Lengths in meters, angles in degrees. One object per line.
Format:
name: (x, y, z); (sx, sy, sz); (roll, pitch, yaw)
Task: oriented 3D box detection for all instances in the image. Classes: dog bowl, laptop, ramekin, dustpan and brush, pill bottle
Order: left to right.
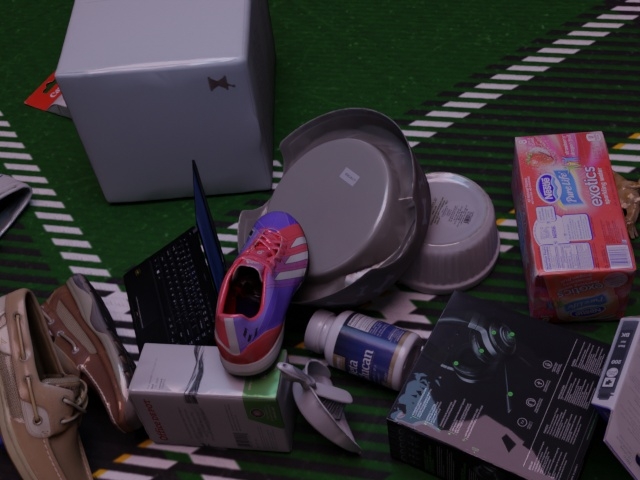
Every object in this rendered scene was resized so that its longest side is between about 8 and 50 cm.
laptop: (-0.242, 0.051, 1.445); (0.264, 0.136, 0.234); (-33, 49, 15)
dustpan and brush: (-0.008, 0.219, 1.293); (0.060, 0.211, 0.147); (-41, 49, 20)
dog bowl: (0.028, -0.044, 1.481); (0.349, 0.102, 0.348); (-18, 57, 30)
pill bottle: (0.064, 0.165, 1.399); (0.169, 0.094, 0.094); (17, 56, 22)
ramekin: (0.202, -0.022, 1.522); (0.207, 0.109, 0.207); (-4, 51, 5)

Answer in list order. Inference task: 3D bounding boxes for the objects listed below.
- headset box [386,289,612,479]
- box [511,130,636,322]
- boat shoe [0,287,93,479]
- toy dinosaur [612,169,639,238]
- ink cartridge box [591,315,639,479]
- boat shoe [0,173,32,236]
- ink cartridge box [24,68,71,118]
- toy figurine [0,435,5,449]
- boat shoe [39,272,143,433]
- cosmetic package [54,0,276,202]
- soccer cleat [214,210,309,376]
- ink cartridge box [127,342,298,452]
headset box: (0.256, 0.234, 1.294); (0.283, 0.131, 0.246); (19, 57, 21)
box: (0.405, -0.024, 1.474); (0.154, 0.142, 0.299); (-3, 51, 5)
boat shoe: (-0.400, 0.237, 1.299); (0.110, 0.121, 0.341); (-26, 89, 5)
toy dinosaur: (0.540, -0.090, 1.567); (0.093, 0.053, 0.183); (-11, 51, 1)
ink cartridge box: (0.448, 0.247, 1.224); (0.045, 0.206, 0.208); (-14, 35, 48)
boat shoe: (-0.633, -0.018, 1.647); (0.088, 0.096, 0.267); (13, 46, 23)
ink cartridge box: (-0.526, -0.329, 1.910); (0.179, 0.045, 0.145); (20, 56, 19)
toy figurine: (-0.516, 0.244, 1.364); (0.217, 0.191, 0.362); (-30, 55, -22)
boat shoe: (-0.370, 0.192, 1.432); (0.116, 0.123, 0.324); (-30, 46, -9)
cosmetic package: (-0.265, -0.331, 1.691); (0.328, 0.329, 0.393); (-4, 50, 4)
soccer cleat: (-0.086, 0.047, 1.317); (0.109, 0.116, 0.318); (1, 42, 12)
ink cartridge box: (-0.154, 0.234, 1.331); (0.220, 0.160, 0.092); (2, 50, 9)
